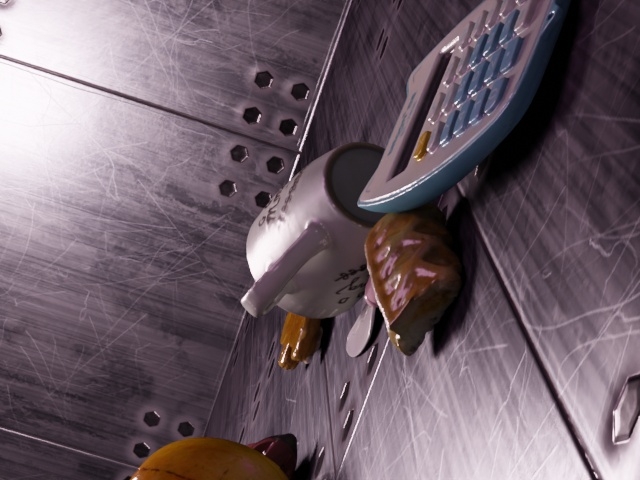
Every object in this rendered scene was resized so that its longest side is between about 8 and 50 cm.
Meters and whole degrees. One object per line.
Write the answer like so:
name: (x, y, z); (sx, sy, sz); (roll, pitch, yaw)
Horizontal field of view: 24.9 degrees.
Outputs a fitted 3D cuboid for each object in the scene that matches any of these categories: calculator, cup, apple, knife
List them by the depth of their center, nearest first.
calculator: (0.161, -0.163, 1.546); (0.256, 0.054, 0.386); (-67, 11, -23)
knife: (0.072, 0.096, 1.941); (0.336, 0.043, 0.081); (107, 171, -61)
cup: (0.000, 0.000, 1.945); (0.258, 0.186, 0.234); (-44, -3, -32)
apple: (-0.162, 0.407, 1.979); (0.286, 0.233, 0.286); (19, -90, -75)

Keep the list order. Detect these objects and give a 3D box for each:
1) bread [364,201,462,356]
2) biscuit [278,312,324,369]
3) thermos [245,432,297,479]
bread: (0.097, 0.035, 1.631); (0.232, 0.088, 0.128); (-93, 24, -65)
biscuit: (-0.021, 0.128, 2.476); (0.301, 0.049, 0.197); (142, 149, -78)
thermos: (-0.119, 0.391, 2.244); (0.330, 0.136, 0.109); (120, 132, -60)
